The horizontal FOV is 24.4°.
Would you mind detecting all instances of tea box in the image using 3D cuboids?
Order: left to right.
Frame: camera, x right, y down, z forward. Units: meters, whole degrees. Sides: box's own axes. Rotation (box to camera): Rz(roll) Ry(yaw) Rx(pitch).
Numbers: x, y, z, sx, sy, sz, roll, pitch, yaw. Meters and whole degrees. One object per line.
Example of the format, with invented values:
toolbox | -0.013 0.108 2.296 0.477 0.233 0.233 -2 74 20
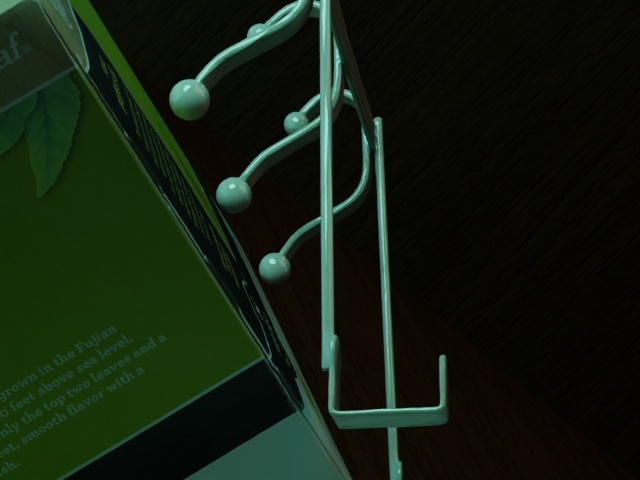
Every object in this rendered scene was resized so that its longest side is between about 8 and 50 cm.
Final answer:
tea box | -0.173 0.005 0.796 0.324 0.220 0.329 61 -1 -28

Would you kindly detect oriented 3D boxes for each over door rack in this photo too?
over door rack | 0.000 0.000 0.846 0.239 0.108 0.324 66 9 -63
